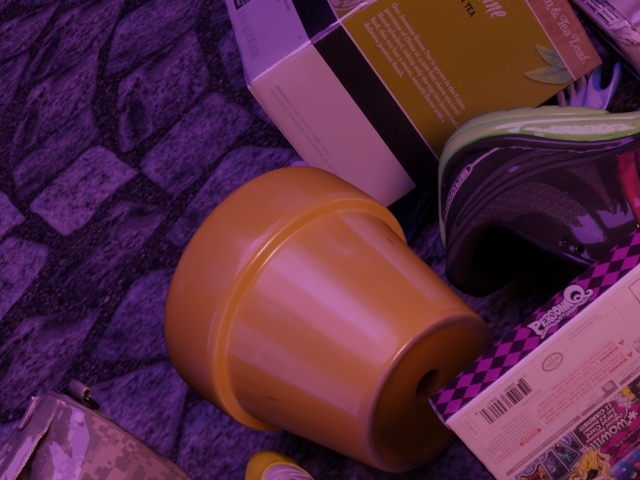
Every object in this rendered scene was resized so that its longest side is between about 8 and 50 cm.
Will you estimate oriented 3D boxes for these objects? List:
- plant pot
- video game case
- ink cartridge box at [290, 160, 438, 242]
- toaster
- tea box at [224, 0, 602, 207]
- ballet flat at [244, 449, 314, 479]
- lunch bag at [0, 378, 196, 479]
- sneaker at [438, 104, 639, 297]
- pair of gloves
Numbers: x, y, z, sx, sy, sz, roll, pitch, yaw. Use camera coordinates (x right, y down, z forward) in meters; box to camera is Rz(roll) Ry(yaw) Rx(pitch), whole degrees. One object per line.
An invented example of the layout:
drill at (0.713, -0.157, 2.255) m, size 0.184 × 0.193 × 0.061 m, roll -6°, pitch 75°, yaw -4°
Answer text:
plant pot at (0.023, 0.088, 1.311) m, size 0.239 × 0.254 × 0.254 m, roll 31°, pitch 74°, yaw 39°
video game case at (0.229, 0.118, 1.070) m, size 0.232 × 0.210 × 0.042 m, roll -40°, pitch 32°, yaw 3°
ink cartridge box at (0.000, 0.000, 1.596) m, size 0.224 × 0.045 × 0.223 m, roll 2°, pitch 52°, yaw 47°
toaster at (0.355, -0.253, 1.455) m, size 0.146 × 0.129 × 0.227 m, roll -38°, pitch 34°, yaw 8°
tea box at (0.086, -0.247, 1.573) m, size 0.323 × 0.220 × 0.329 m, roll -34°, pitch 30°, yaw 8°
ballet flat at (-0.020, 0.264, 1.269) m, size 0.231 × 0.077 × 0.077 m, roll -99°, pitch 29°, yaw -49°
lunch bag at (-0.229, 0.314, 1.266) m, size 0.213 × 0.256 × 0.305 m, roll 4°, pitch 53°, yaw 48°
sneaker at (0.307, -0.023, 1.229) m, size 0.483 × 0.185 × 0.202 m, roll -8°, pitch 63°, yaw 45°
pair of gloves at (0.239, -0.122, 1.489) m, size 0.198 × 0.023 × 0.159 m, roll -32°, pitch 31°, yaw 33°
